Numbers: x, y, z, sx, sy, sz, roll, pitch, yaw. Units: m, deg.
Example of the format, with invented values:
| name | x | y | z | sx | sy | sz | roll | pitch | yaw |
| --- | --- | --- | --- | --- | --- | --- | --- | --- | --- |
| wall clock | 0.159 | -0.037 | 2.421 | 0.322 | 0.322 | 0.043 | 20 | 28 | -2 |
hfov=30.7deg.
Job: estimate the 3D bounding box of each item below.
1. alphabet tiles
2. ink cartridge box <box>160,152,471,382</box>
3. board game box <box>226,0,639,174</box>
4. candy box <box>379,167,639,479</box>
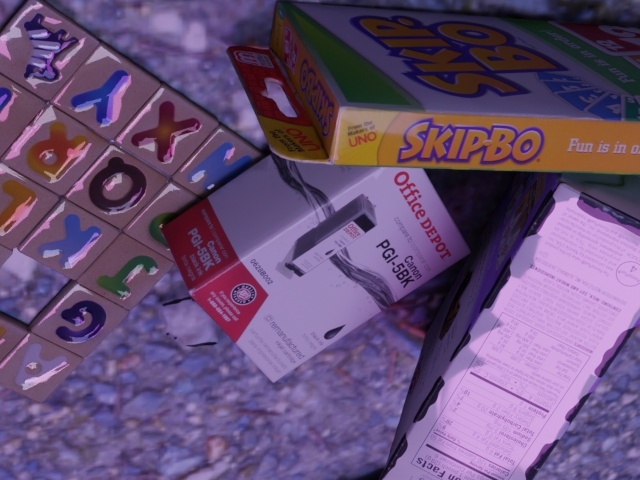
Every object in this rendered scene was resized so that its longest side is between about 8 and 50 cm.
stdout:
| name | x | y | z | sx | sy | sz | roll | pitch | yaw |
| --- | --- | --- | --- | --- | --- | --- | --- | --- | --- |
| alphabet tiles | -0.171 | -0.026 | 0.573 | 0.198 | 0.009 | 0.237 | -45 | 130 | 15 |
| ink cartridge box | 0.000 | 0.000 | 0.627 | 0.135 | 0.056 | 0.099 | -34 | 136 | 3 |
| board game box | 0.092 | -0.073 | 0.558 | 0.260 | 0.124 | 0.039 | -2 | 122 | -16 |
| candy box | 0.114 | 0.032 | 0.630 | 0.070 | 0.165 | 0.196 | 26 | 118 | 1 |
